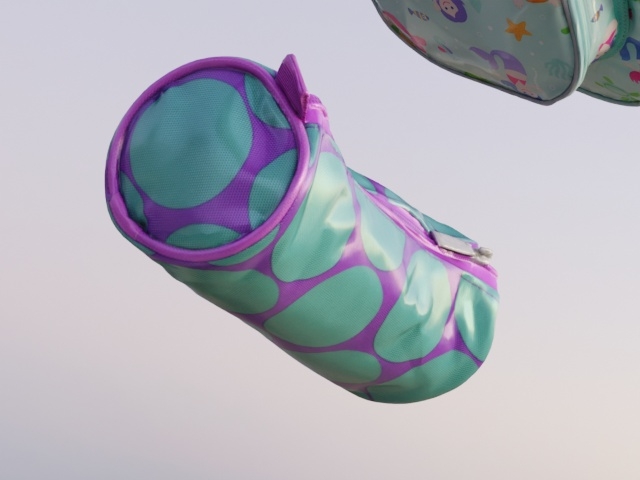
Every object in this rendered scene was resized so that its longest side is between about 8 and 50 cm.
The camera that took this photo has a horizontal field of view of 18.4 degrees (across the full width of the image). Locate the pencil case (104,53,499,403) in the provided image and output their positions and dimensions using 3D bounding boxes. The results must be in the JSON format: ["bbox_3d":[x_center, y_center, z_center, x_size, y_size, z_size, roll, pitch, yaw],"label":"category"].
[{"bbox_3d":[0.000,0.000,0.595,0.070,0.064,0.151,-32,-30,14],"label":"pencil case"}]

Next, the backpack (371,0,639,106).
[{"bbox_3d":[0.133,-0.192,1.179,0.225,0.191,0.253,25,-20,38],"label":"backpack"}]
